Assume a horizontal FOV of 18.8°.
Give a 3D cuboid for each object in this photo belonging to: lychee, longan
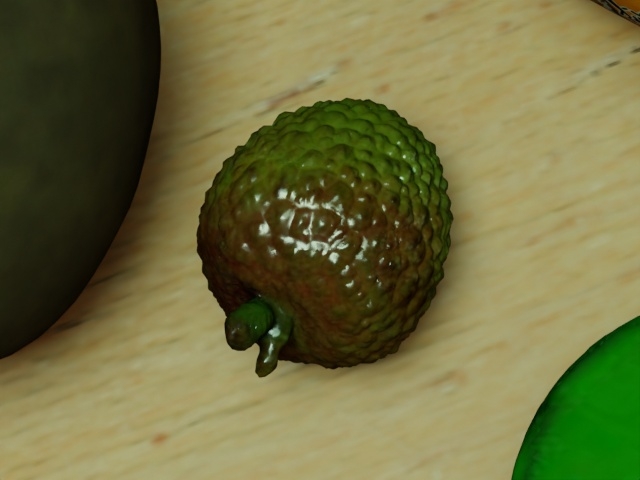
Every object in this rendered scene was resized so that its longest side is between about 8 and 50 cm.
[{"bbox_3d":[0.000,0.000,0.856,0.114,0.114,0.146,22,58,13],"label":"lychee"},{"bbox_3d":[-0.191,-0.074,0.832,0.258,0.258,0.258,-2,75,7],"label":"longan"}]

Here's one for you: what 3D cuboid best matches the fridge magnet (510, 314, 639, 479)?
[{"bbox_3d":[0.182,0.123,0.811,0.208,0.088,0.208,-2,76,7],"label":"fridge magnet"}]

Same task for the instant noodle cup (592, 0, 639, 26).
[{"bbox_3d":[0.174,-0.158,0.857,0.125,0.177,0.208,27,110,28],"label":"instant noodle cup"}]
